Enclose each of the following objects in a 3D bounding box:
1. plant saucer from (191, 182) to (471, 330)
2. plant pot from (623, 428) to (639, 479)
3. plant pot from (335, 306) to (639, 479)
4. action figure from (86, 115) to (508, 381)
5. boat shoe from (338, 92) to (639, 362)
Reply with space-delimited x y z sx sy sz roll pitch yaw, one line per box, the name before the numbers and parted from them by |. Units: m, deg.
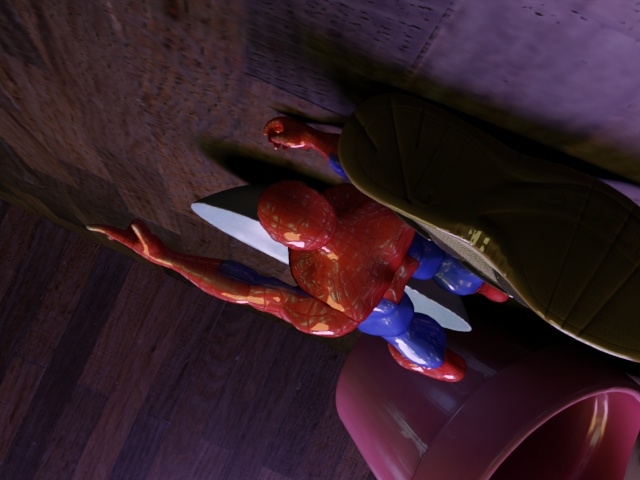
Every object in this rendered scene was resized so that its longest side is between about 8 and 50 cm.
plant saucer | 0.013 0.003 0.883 0.195 0.037 0.195 25 174 3
plant pot | 0.306 0.264 0.902 0.284 0.191 0.284 19 -168 -4
plant pot | 0.114 0.140 1.026 0.180 0.201 0.201 39 -175 41
action figure | 0.000 0.000 0.670 0.139 0.091 0.280 27 178 18
boat shoe | 0.078 -0.007 0.528 0.152 0.056 0.049 35 -175 9
